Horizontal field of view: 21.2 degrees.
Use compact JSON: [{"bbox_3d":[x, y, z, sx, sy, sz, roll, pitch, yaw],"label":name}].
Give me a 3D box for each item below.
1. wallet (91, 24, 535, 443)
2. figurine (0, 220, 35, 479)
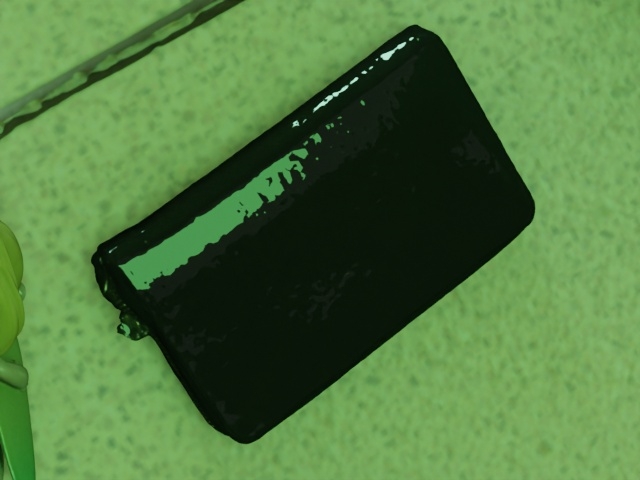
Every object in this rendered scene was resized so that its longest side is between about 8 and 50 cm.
[{"bbox_3d":[0.000,0.000,0.979,0.250,0.044,0.149,-38,107,-14],"label":"wallet"},{"bbox_3d":[-0.186,0.065,0.906,0.083,0.083,0.187,1,102,-19],"label":"figurine"}]
